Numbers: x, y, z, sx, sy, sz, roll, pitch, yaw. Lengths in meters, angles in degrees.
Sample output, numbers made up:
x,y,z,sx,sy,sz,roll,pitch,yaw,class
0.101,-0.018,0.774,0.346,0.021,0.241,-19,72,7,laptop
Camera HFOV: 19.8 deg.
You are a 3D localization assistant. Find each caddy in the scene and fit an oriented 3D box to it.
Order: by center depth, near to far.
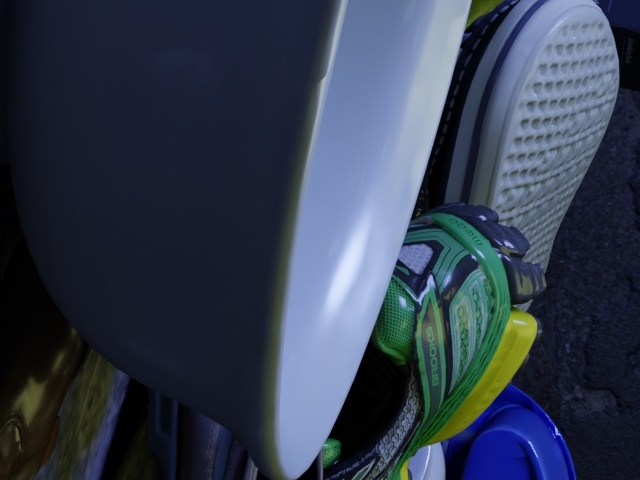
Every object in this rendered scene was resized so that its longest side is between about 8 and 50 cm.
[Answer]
x,y,z,sx,sy,sz,roll,pitch,yaw,class
0.113,0.295,1.783,0.179,0.241,0.341,12,93,-77,caddy

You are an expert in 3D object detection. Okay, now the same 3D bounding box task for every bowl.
x,y,z,sx,sy,sz,roll,pitch,yaw,class
-0.032,-0.078,0.607,0.298,0.134,0.298,14,90,-82,bowl

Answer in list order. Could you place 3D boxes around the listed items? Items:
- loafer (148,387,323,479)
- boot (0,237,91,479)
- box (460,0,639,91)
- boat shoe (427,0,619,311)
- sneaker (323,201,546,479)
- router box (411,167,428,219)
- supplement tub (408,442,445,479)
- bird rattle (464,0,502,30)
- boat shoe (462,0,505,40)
x,y,z,sx,sy,sz,roll,pitch,yaw,class
-0.030,0.152,0.881,0.096,0.084,0.267,27,54,-63,loafer
-0.120,0.064,0.627,0.114,0.037,0.106,-49,151,-61,boot
0.178,-0.209,1.451,0.153,0.207,0.108,64,42,-77,box
0.094,-0.032,1.345,0.187,0.156,0.500,-48,166,-21,boat shoe
-0.018,0.123,1.029,0.146,0.134,0.343,-10,134,-51,sneaker
0.000,0.000,1.034,0.133,0.046,0.179,-42,163,-10,router box
0.012,0.176,1.258,0.200,0.144,0.144,87,19,-61,supplement tub
-0.009,-0.056,0.842,0.207,0.143,0.253,-103,-153,-73,bird rattle
0.051,-0.165,1.135,0.109,0.094,0.302,-43,177,8,boat shoe
